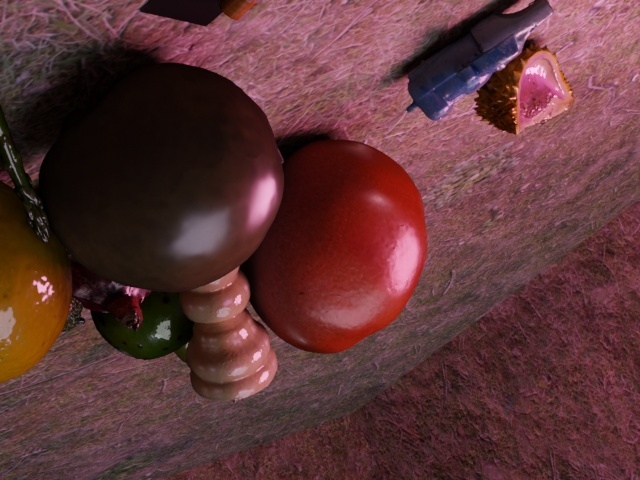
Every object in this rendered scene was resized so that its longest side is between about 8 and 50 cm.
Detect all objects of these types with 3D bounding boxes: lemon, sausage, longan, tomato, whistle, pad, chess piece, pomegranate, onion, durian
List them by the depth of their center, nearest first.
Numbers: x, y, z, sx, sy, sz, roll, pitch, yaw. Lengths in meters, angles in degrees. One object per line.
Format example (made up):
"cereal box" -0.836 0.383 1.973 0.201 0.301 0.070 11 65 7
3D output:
"pad" -0.102 -0.307 1.502 0.190 0.004 0.127 -37 162 25
"sausage" -0.073 -0.296 1.522 0.107 0.031 0.031 -39 161 33
"longan" -0.189 -0.070 1.608 0.297 0.297 0.297 -26 164 -8
"lemon" -0.428 0.054 1.629 0.260 0.261 0.284 -23 -179 -17
"onion" -0.313 0.054 1.918 0.135 0.198 0.173 -29 147 26
"chess piece" -0.155 0.098 1.991 0.142 0.261 0.143 -10 -154 5
"whistle" 0.237 -0.275 1.997 0.269 0.093 0.180 -33 -173 16
"tomato" 0.000 0.000 2.104 0.272 0.341 0.341 26 130 -32
"pomegranate" -0.252 0.112 2.116 0.211 0.263 0.211 -30 -162 11
"durian" 0.334 -0.241 2.189 0.182 0.132 0.165 -36 177 -15

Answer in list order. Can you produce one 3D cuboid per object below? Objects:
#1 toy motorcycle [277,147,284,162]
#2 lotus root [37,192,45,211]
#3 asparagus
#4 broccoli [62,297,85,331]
"toy motorcycle" -0.146 -0.078 1.978 0.213 0.082 0.122 -31 162 17
"lotus root" -0.367 -0.024 1.787 0.179 0.089 0.081 -24 123 2
"asparagus" -0.348 -0.097 1.492 0.027 0.034 0.236 -25 127 -15
"broccoli" -0.414 0.083 1.996 0.131 0.130 0.120 -24 -154 -38
